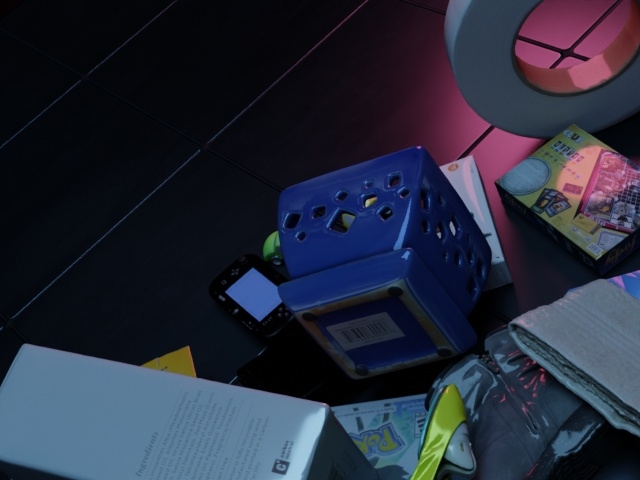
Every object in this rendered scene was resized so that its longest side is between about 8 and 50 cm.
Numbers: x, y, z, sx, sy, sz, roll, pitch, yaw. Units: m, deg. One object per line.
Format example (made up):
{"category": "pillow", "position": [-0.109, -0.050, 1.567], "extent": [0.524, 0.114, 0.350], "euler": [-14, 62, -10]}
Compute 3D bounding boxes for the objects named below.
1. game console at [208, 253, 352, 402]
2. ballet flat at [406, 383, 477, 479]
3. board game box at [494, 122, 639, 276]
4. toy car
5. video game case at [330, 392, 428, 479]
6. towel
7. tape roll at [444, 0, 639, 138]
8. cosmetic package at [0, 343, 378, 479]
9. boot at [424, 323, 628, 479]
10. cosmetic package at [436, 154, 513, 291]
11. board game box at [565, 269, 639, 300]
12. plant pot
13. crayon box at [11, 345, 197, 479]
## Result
{"category": "game console", "position": [-0.067, 0.130, 1.622], "extent": [0.213, 0.044, 0.361], "euler": [-34, 39, -19]}
{"category": "ballet flat", "position": [0.138, 0.277, 1.214], "extent": [0.077, 0.077, 0.231], "euler": [15, 59, 27]}
{"category": "board game box", "position": [0.403, -0.067, 1.578], "extent": [0.165, 0.042, 0.243], "euler": [-36, 43, -7]}
{"category": "toy car", "position": [0.000, 0.000, 1.718], "extent": [0.225, 0.053, 0.239], "euler": [-4, 48, 24]}
{"category": "video game case", "position": [0.009, 0.355, 1.394], "extent": [0.329, 0.036, 0.300], "euler": [-11, 46, 18]}
{"category": "towel", "position": [0.394, 0.154, 1.294], "extent": [0.187, 0.049, 0.282], "euler": [-19, 42, -33]}
{"category": "tape roll", "position": [0.381, -0.320, 1.576], "extent": [0.392, 0.392, 0.072], "euler": [-20, 44, 10]}
{"category": "cosmetic package", "position": [-0.181, 0.282, 1.329], "extent": [0.453, 0.230, 0.161], "euler": [7, 61, 24]}
{"category": "boot", "position": [0.206, 0.264, 1.322], "extent": [0.338, 0.118, 0.223], "euler": [-34, 45, -23]}
{"category": "cosmetic package", "position": [0.221, -0.024, 1.619], "extent": [0.099, 0.060, 0.239], "euler": [-18, 44, 10]}
{"category": "board game box", "position": [0.409, 0.115, 1.412], "extent": [0.168, 0.033, 0.133], "euler": [-17, 54, 12]}
{"category": "plant pot", "position": [0.083, 0.046, 1.421], "extent": [0.236, 0.236, 0.212], "euler": [-17, 42, 26]}
{"category": "crayon box", "position": [-0.307, 0.313, 1.567], "extent": [0.318, 0.081, 0.202], "euler": [-26, 43, 5]}
